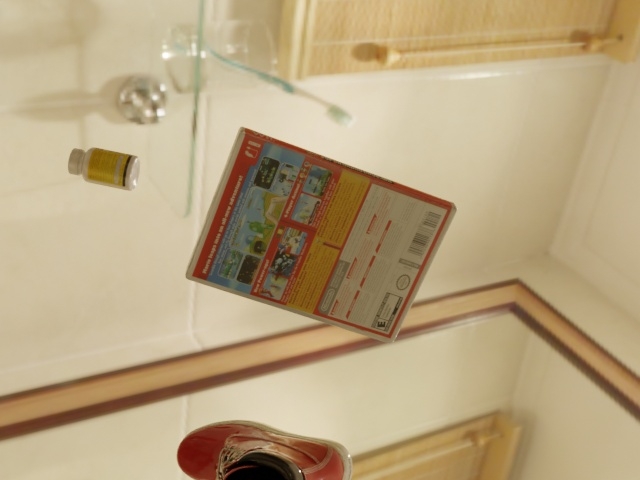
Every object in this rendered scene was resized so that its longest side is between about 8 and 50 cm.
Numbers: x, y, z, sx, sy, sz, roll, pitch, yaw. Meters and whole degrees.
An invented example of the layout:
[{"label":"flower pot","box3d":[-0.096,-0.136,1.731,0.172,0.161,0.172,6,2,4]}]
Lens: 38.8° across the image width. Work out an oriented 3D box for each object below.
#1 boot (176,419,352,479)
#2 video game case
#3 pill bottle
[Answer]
[{"label":"boot","box3d":[-0.107,0.269,1.091,0.244,0.176,0.089,-2,-96,30]},{"label":"video game case","box3d":[0.000,0.000,1.126,0.025,0.285,0.204,-103,-146,-66]},{"label":"pill bottle","box3d":[-0.384,-0.130,1.614,0.065,0.116,0.065,11,90,-89]}]
